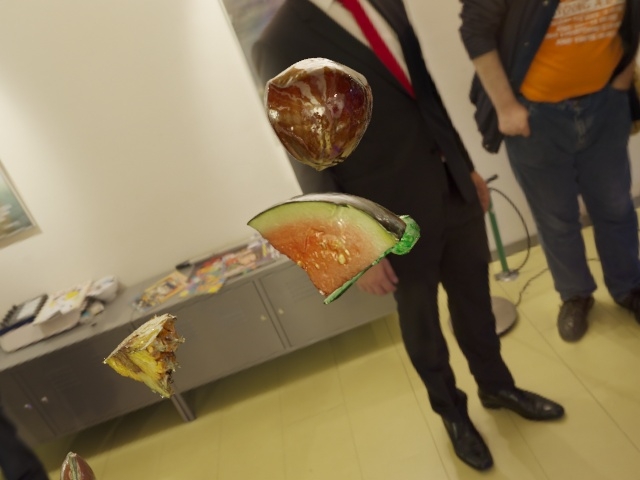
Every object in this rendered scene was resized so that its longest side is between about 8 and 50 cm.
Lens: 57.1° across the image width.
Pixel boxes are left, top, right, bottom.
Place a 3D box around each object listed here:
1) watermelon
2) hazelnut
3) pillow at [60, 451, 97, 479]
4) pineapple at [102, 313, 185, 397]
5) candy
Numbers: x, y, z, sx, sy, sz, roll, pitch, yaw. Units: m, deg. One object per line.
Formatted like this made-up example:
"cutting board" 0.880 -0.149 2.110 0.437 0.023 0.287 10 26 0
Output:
"watermelon" 0.006 -0.020 0.740 0.137 0.145 0.193 -47 4 -11
"hazelnut" 0.005 -0.248 1.165 0.229 0.230 0.229 -19 23 8
"pillow" -0.427 0.467 1.045 0.075 0.179 0.171 -16 -11 -25
"pineapple" -0.353 0.253 1.312 0.249 0.164 0.140 -34 16 50
"candy" 0.119 0.051 1.375 0.323 0.097 0.097 -41 29 -28
